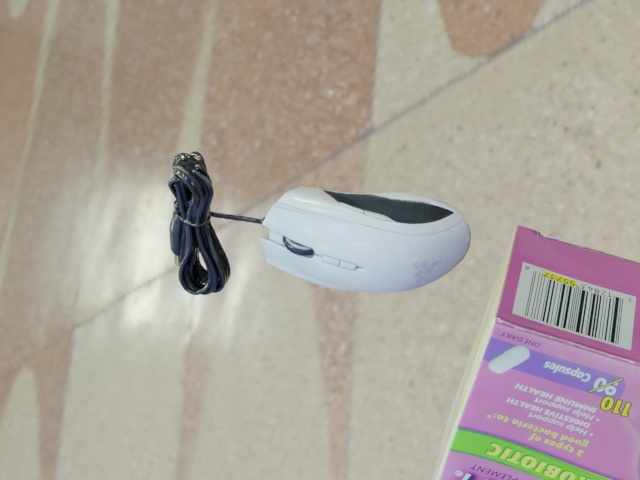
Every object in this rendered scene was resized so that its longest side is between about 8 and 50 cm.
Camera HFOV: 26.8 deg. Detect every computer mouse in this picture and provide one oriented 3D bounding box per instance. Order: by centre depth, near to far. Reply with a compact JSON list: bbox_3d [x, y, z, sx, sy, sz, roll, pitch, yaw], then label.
[{"bbox_3d":[0.000,0.000,0.840,0.042,0.193,0.106,-89,5,-51],"label":"computer mouse"}]

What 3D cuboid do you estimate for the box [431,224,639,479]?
[{"bbox_3d":[0.206,0.142,0.994,0.117,0.214,0.243,-67,-8,-51],"label":"box"}]
